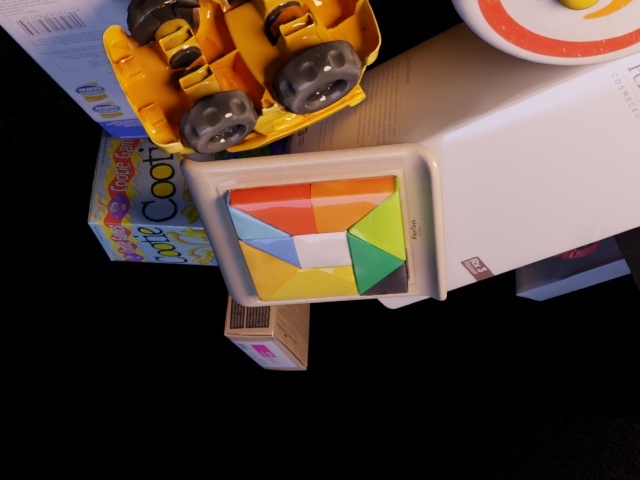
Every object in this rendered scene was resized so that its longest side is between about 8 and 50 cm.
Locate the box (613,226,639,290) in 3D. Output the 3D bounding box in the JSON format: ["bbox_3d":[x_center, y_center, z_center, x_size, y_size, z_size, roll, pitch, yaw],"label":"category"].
[{"bbox_3d":[0.525,0.058,1.006,0.312,0.343,0.179,21,133,-37],"label":"box"}]

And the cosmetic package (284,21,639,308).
[{"bbox_3d":[0.173,-0.093,0.849,0.385,0.156,0.217,-22,133,33],"label":"cosmetic package"}]

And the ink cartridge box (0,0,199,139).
[{"bbox_3d":[-0.196,-0.203,0.880,0.186,0.065,0.311,-3,155,14],"label":"ink cartridge box"}]

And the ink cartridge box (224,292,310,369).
[{"bbox_3d":[-0.084,0.101,1.465,0.088,0.193,0.234,-2,158,12],"label":"ink cartridge box"}]

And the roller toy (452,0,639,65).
[{"bbox_3d":[0.187,-0.226,0.614,0.191,0.146,0.209,17,151,-15],"label":"roller toy"}]

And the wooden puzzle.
[{"bbox_3d":[0.000,0.000,0.836,0.239,0.044,0.221,-1,141,10],"label":"wooden puzzle"}]

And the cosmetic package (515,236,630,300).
[{"bbox_3d":[0.399,0.015,1.301,0.060,0.099,0.239,13,158,-29],"label":"cosmetic package"}]

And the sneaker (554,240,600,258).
[{"bbox_3d":[0.269,-0.037,1.185,0.276,0.097,0.135,3,159,-4],"label":"sneaker"}]

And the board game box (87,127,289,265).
[{"bbox_3d":[-0.148,-0.053,1.147,0.275,0.142,0.144,3,159,1],"label":"board game box"}]

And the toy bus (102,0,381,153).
[{"bbox_3d":[-0.067,-0.153,0.810,0.220,0.149,0.211,-26,167,-6],"label":"toy bus"}]
